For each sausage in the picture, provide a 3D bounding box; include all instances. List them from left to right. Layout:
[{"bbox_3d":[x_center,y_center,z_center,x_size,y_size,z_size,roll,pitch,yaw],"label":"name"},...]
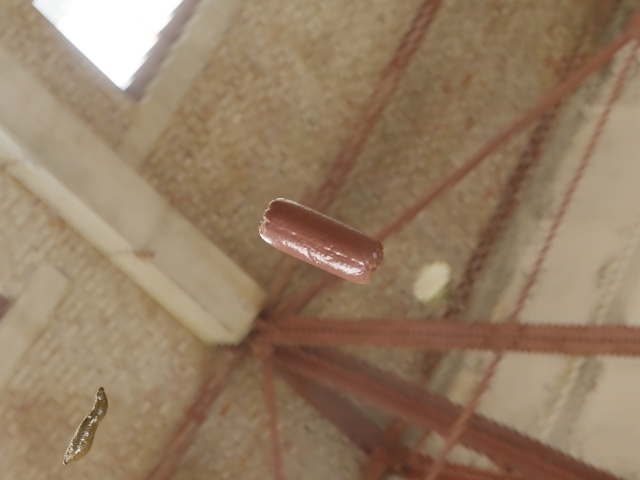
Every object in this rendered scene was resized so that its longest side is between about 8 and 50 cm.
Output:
[{"bbox_3d":[0.000,0.000,2.030,0.062,0.154,0.062,24,90,-81],"label":"sausage"}]

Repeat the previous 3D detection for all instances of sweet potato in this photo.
[{"bbox_3d":[-0.264,0.216,1.929,0.115,0.026,0.026,-59,-156,24],"label":"sweet potato"}]
